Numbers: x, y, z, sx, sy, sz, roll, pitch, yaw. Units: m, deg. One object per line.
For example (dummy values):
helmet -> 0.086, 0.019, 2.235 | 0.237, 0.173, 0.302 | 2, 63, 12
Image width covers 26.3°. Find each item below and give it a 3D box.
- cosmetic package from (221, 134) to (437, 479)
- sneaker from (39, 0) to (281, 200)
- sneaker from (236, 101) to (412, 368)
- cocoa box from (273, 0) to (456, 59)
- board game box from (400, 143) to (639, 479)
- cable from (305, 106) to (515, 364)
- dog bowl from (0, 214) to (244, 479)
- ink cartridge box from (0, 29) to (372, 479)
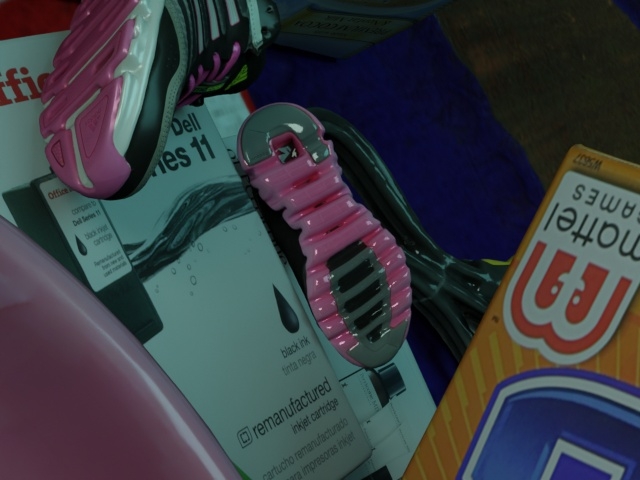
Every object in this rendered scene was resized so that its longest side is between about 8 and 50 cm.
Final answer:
cosmetic package -> -0.002, 0.065, 0.646 | 0.099, 0.060, 0.239 | -22, 87, -57
sneaker -> -0.052, -0.072, 0.507 | 0.075, 0.063, 0.170 | 34, 36, -26
sneaker -> 0.000, 0.000, 0.588 | 0.047, 0.057, 0.119 | -23, 85, -15
cocoa box -> -0.032, -0.253, 0.660 | 0.347, 0.228, 0.231 | 4, 66, -53
board game box -> 0.221, 0.233, 0.415 | 0.356, 0.356, 0.357 | 27, 90, -34
cable -> 0.069, 0.036, 0.794 | 0.287, 0.072, 0.139 | 26, 65, -27
dog bowl -> -0.125, 0.142, 0.271 | 0.408, 0.150, 0.408 | 48, 23, -28
ink cartridge box -> -0.088, 0.027, 0.529 | 0.153, 0.087, 0.208 | -26, 89, -57
